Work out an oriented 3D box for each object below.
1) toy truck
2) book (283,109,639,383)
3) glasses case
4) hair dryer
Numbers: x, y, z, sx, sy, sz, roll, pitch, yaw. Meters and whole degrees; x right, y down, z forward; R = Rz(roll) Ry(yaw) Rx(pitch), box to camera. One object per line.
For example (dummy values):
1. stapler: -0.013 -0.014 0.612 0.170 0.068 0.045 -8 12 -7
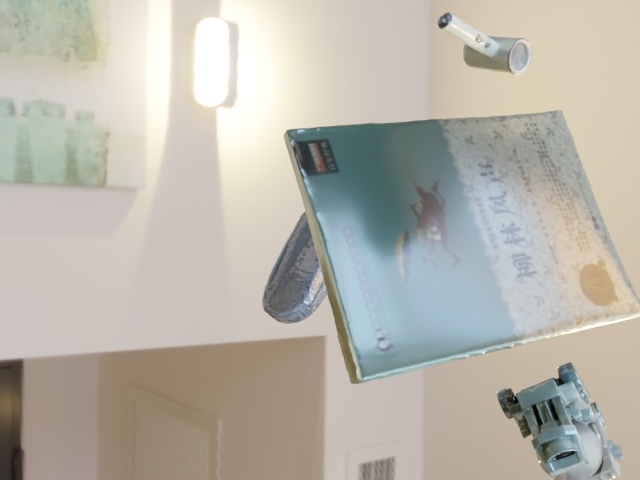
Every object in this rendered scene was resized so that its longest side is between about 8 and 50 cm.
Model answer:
1. toy truck: 0.330 0.267 1.040 0.108 0.256 0.140 -27 -130 16
2. book: 0.160 -0.011 0.820 0.031 0.380 0.264 -42 -119 57
3. glasses case: 0.000 0.000 1.189 0.109 0.067 0.282 1 -122 49
4. hair dryer: 0.299 -0.391 1.530 0.131 0.237 0.073 23 -81 46
